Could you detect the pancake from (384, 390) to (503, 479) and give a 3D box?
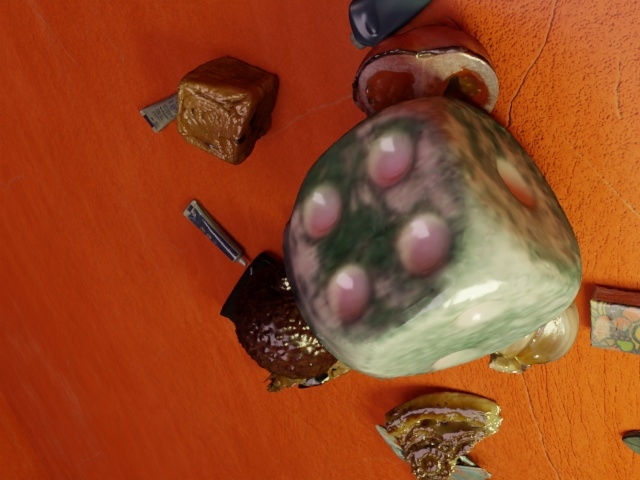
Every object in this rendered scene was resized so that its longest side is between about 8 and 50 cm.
[{"bbox_3d":[0.263,0.453,1.548,0.266,0.057,0.244,1,91,25],"label":"pancake"}]

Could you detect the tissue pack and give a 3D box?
[{"bbox_3d":[0.546,0.143,1.212,0.148,0.060,0.108,7,124,31],"label":"tissue pack"}]

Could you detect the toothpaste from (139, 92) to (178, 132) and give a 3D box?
[{"bbox_3d":[-0.312,-0.285,1.490,0.216,0.037,0.062,-17,111,44],"label":"toothpaste"}]

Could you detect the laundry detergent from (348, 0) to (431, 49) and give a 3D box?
[{"bbox_3d":[0.111,-0.382,1.125,0.097,0.061,0.206,40,136,-9],"label":"laundry detergent"}]

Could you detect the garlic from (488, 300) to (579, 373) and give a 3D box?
[{"bbox_3d":[0.359,0.128,1.264,0.160,0.214,0.191,21,101,-11],"label":"garlic"}]

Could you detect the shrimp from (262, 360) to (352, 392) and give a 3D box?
[{"bbox_3d":[-0.019,0.310,1.679,0.152,0.062,0.287,23,136,-31],"label":"shrimp"}]

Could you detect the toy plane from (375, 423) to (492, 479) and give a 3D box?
[{"bbox_3d":[0.265,0.527,1.644,0.326,0.104,0.223,42,134,6],"label":"toy plane"}]

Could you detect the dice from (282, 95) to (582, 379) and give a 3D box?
[{"bbox_3d":[0.168,0.007,1.092,0.348,0.330,0.327,-35,58,32],"label":"dice"}]

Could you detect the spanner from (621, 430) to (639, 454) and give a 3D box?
[{"bbox_3d":[0.717,0.361,1.279,0.326,0.026,0.093,-13,114,38],"label":"spanner"}]

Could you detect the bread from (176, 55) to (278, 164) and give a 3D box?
[{"bbox_3d":[-0.180,-0.254,1.353,0.158,0.143,0.149,21,130,15],"label":"bread"}]

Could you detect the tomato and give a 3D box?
[{"bbox_3d":[0.169,-0.262,1.133,0.228,0.112,0.199,4,144,8],"label":"tomato"}]

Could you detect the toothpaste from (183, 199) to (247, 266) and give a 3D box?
[{"bbox_3d":[-0.242,-0.012,1.640,0.197,0.035,0.057,45,125,1],"label":"toothpaste"}]

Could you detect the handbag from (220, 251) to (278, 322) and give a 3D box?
[{"bbox_3d":[-0.111,0.169,1.650,0.223,0.080,0.247,39,134,2],"label":"handbag"}]

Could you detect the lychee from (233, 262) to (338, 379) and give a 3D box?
[{"bbox_3d":[-0.051,0.167,1.441,0.261,0.260,0.260,17,129,23],"label":"lychee"}]
